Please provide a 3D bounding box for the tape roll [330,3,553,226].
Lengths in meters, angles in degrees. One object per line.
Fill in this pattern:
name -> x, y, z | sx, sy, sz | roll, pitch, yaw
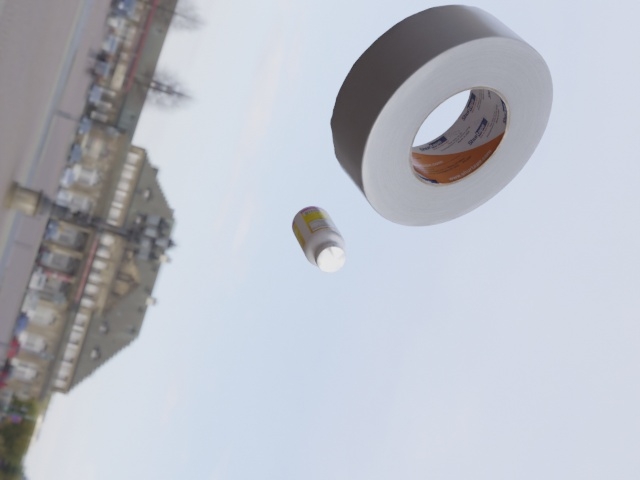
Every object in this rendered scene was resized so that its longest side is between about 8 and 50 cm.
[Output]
tape roll -> 0.121, -0.121, 0.973 | 0.072, 0.219, 0.219 | 55, -50, 41

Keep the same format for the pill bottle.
pill bottle -> 0.000, 0.000, 1.002 | 0.043, 0.043, 0.083 | -66, -155, 21
